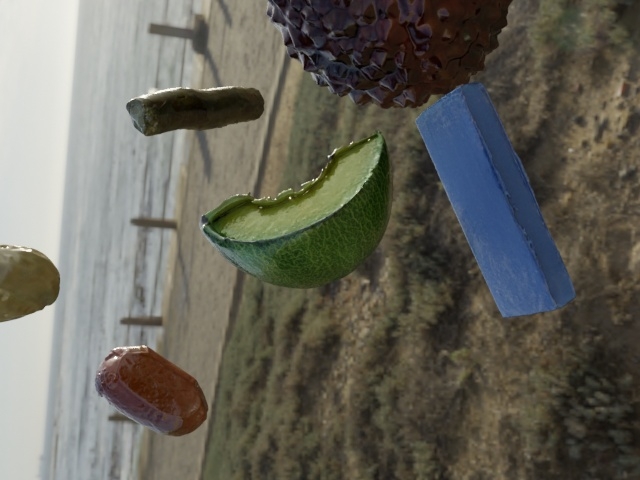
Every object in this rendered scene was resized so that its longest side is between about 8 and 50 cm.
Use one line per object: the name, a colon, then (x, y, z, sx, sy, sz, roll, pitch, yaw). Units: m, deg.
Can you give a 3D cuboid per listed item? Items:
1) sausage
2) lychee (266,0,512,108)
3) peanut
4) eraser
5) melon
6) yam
sausage: (-0.378, 0.342, 1.879, 0.153, 0.268, 0.141, -60, 4, -26)
lychee: (0.100, -0.451, 1.338, 0.499, 0.425, 0.424, 70, 156, 14)
peanut: (-0.537, 0.050, 1.234, 0.130, 0.290, 0.130, -38, 44, 48)
eraser: (0.231, -0.050, 1.115, 0.311, 0.043, 0.144, 66, 160, 2)
melon: (0.000, 0.000, 1.074, 0.169, 0.265, 0.129, 61, -177, -41)
yam: (-0.195, -0.216, 1.358, 0.071, 0.317, 0.067, 46, 120, 13)
